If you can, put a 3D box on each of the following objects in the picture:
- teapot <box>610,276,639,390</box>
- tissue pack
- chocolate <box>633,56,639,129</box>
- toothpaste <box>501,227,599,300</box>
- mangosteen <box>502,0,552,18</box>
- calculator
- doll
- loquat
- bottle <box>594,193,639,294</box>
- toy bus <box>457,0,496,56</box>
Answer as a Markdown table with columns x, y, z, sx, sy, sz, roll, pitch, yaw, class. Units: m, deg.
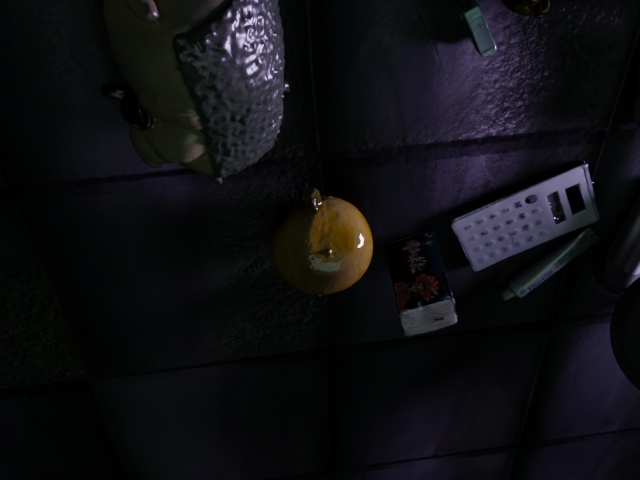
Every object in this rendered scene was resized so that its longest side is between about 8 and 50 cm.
| x | y | z | sx | sy | sz | roll | pitch | yaw | class |
| --- | --- | --- | --- | --- | --- | --- | --- | --- | --- |
| 0.678 | 0.149 | 1.326 | 0.253 | 0.300 | 0.344 | 8 | 179 | 21 | teapot |
| 0.178 | 0.075 | 1.271 | 0.103 | 0.170 | 0.090 | -16 | 133 | 7 | tissue pack |
| 0.535 | -0.238 | 1.119 | 0.072 | 0.072 | 0.167 | -15 | 131 | 4 | chocolate |
| 0.448 | 0.050 | 1.390 | 0.218 | 0.041 | 0.064 | -40 | 139 | 21 | toothpaste |
| 0.287 | -0.348 | 0.968 | 0.080 | 0.081 | 0.081 | -5 | 133 | -6 | mangosteen |
| 0.380 | -0.041 | 1.304 | 0.261 | 0.021 | 0.161 | -24 | 132 | 12 | calculator |
| -0.159 | -0.220 | 0.911 | 0.247 | 0.247 | 0.350 | -13 | 148 | 1 | doll |
| 0.000 | 0.000 | 1.187 | 0.172 | 0.149 | 0.205 | -11 | 122 | 6 | loquat |
| 0.599 | -0.005 | 1.338 | 0.095 | 0.080 | 0.254 | 7 | 131 | -3 | bottle |
| 0.226 | -0.308 | 1.020 | 0.031 | 0.037 | 0.083 | -26 | 131 | 13 | toy bus |
